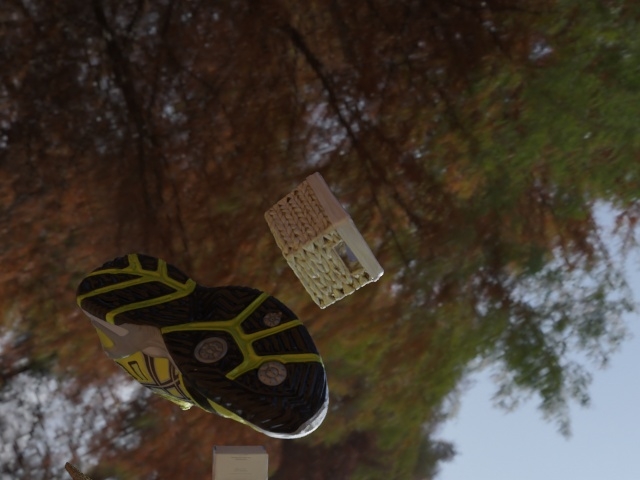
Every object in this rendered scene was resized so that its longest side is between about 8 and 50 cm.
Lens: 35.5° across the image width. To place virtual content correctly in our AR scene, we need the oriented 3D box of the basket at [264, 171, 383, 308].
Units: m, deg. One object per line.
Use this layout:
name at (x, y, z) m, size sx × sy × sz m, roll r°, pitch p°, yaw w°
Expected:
basket at (0.000, 0.000, 1.380) m, size 0.113 × 0.103 × 0.167 m, roll 56°, pitch 1°, yaw -30°

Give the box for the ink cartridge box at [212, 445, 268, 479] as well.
ink cartridge box at (-0.139, 0.428, 1.703) m, size 0.092 × 0.090 × 0.143 m, roll 165°, pitch -74°, yaw -81°

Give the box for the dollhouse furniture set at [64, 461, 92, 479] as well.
dollhouse furniture set at (-0.325, 0.402, 1.178) m, size 0.135 × 0.262 × 0.259 m, roll 41°, pitch -11°, yaw -28°

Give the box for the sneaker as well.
sneaker at (-0.131, 0.137, 1.190) m, size 0.385 × 0.145 × 0.147 m, roll 25°, pitch -39°, yaw 40°
